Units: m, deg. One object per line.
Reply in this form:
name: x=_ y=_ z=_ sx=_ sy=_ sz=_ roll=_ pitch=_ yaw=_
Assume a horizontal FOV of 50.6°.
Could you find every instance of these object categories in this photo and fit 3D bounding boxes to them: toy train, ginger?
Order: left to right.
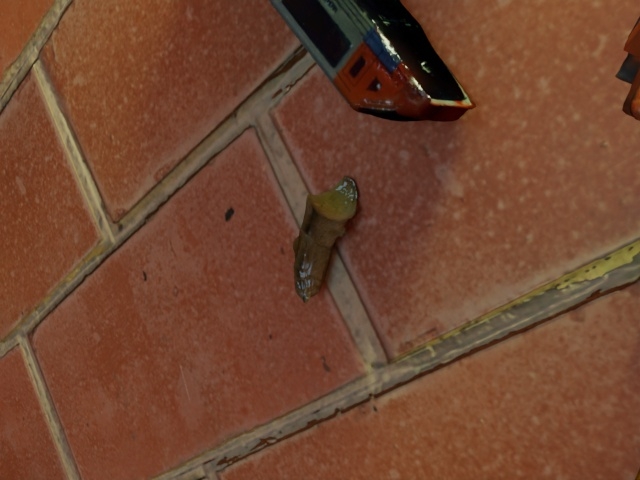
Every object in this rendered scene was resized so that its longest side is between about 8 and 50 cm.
toy train: x=-0.012 y=-0.252 z=0.643 sx=0.089 sy=0.086 sz=0.409 roll=-46 pitch=69 yaw=35
ginger: x=-0.003 y=-0.003 z=0.703 sx=0.057 sy=0.044 sz=0.137 roll=27 pitch=116 yaw=13

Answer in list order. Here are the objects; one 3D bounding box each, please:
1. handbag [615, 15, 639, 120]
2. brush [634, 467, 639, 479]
handbag: x=0.342 y=-0.182 z=0.251 sx=0.303 sy=0.116 sz=0.410 roll=25 pitch=126 yaw=6
brush: x=0.279 y=0.138 z=0.517 sx=0.103 sy=0.013 sz=0.272 roll=22 pitch=111 yaw=35
